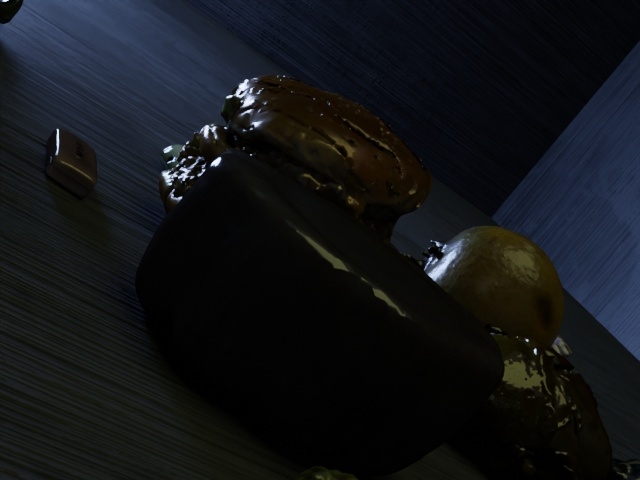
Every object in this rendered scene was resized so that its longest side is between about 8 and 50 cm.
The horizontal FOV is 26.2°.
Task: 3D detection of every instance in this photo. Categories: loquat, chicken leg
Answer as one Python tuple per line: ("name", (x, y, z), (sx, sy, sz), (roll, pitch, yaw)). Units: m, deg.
("loquat", (0.197, 0.075, 1.685), (0.213, 0.213, 0.213), (38, 10, -8))
("chicken leg", (0.176, 0.143, 1.487), (0.361, 0.140, 0.211), (41, 17, -10))

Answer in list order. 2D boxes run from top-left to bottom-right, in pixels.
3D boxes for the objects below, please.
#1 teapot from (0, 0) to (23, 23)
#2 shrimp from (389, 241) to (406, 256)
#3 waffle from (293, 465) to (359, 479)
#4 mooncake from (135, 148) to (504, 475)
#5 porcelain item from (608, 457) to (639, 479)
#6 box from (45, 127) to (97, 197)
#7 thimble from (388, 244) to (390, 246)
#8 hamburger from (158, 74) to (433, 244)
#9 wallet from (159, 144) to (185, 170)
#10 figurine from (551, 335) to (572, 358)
("teapot", (-0.408, -0.385, 1.579), (0.269, 0.173, 0.182), (63, 38, -26))
("shrimp", (0.099, 0.050, 1.838), (0.090, 0.079, 0.233), (-2, -22, 37))
("waffle", (0.055, 0.230, 0.888), (0.204, 0.054, 0.223), (37, 8, -10))
("mooncake", (-0.003, 0.062, 1.148), (0.306, 0.154, 0.306), (39, 10, -8))
("porcelain item", (0.422, 0.337, 1.554), (0.186, 0.138, 0.288), (21, 16, -30))
("box", (-0.234, -0.075, 1.294), (0.048, 0.025, 0.115), (38, 9, -19))
("thimble", (0.002, 0.001, 1.613), (0.150, 0.098, 0.150), (38, 8, -7))
("hamburger", (-0.028, -0.050, 1.399), (0.245, 0.211, 0.260), (43, 16, 21))
("wallet", (-0.116, -0.049, 1.572), (0.110, 0.039, 0.155), (31, 14, -36))
("figurine", (0.245, 0.127, 1.904), (0.240, 0.116, 0.175), (37, 10, -48))
